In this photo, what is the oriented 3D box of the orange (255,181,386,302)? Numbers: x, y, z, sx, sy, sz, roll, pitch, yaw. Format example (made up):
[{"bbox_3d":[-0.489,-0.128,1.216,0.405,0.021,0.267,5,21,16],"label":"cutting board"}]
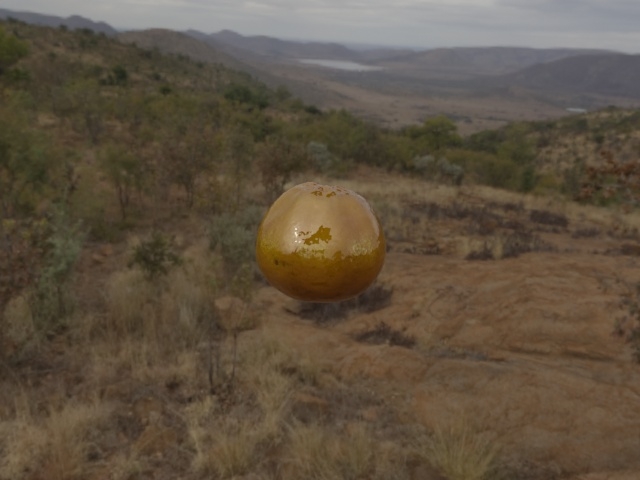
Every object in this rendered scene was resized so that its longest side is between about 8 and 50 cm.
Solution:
[{"bbox_3d":[0.000,0.000,0.687,0.159,0.136,0.159,4,16,-1],"label":"orange"}]
